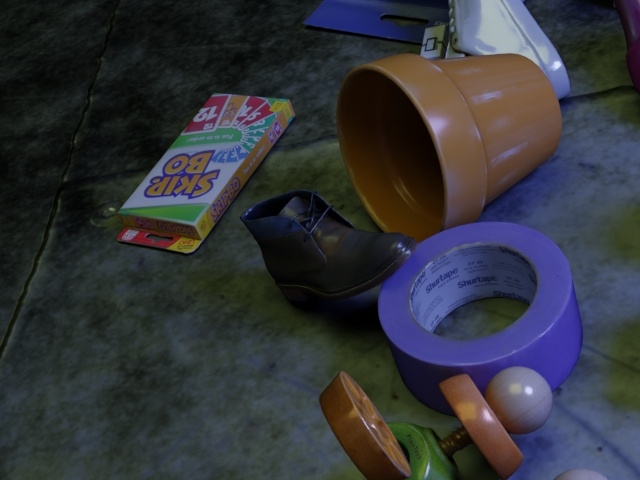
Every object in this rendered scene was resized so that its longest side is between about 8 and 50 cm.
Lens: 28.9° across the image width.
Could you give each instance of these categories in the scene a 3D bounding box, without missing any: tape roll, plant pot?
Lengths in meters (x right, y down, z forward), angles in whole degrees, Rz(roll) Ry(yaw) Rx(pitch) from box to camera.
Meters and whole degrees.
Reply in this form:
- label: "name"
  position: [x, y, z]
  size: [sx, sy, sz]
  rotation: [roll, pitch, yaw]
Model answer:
- label: "tape roll"
  position: [0.155, 0.074, 1.206]
  size: [0.189, 0.080, 0.189]
  rotation: [-12, 42, 11]
- label: "plant pot"
  position: [0.150, -0.117, 1.344]
  size: [0.188, 0.205, 0.205]
  rotation: [-22, 38, -24]

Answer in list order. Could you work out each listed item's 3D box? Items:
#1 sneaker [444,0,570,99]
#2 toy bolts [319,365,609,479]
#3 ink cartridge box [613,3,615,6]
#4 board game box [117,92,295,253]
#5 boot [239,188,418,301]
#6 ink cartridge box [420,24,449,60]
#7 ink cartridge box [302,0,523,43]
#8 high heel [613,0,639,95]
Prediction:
- label: "sneaker"
  position: [0.183, -0.264, 1.514]
  size: [0.123, 0.106, 0.290]
  rotation: [-27, 55, 1]
- label: "toy bolts"
  position: [0.131, 0.179, 1.009]
  size: [0.158, 0.218, 0.228]
  rotation: [-35, 47, 5]
- label: "ink cartridge box"
  position: [0.466, -0.412, 1.572]
  size: [0.353, 0.119, 0.207]
  rotation: [-5, 43, 17]
- label: "board game box"
  position: [-0.146, -0.089, 1.552]
  size: [0.124, 0.039, 0.259]
  rotation: [9, 52, 32]
- label: "boot"
  position: [0.000, 0.000, 1.268]
  size: [0.219, 0.106, 0.082]
  rotation: [-15, 28, 52]
- label: "ink cartridge box"
  position: [0.146, -0.226, 1.561]
  size: [0.028, 0.048, 0.083]
  rotation: [-7, 43, 21]
- label: "ink cartridge box"
  position: [0.167, -0.394, 1.724]
  size: [0.303, 0.072, 0.307]
  rotation: [15, 50, 34]
- label: "high heel"
  position: [0.527, -0.243, 1.406]
  size: [0.377, 0.127, 0.181]
  rotation: [-14, 69, 3]
